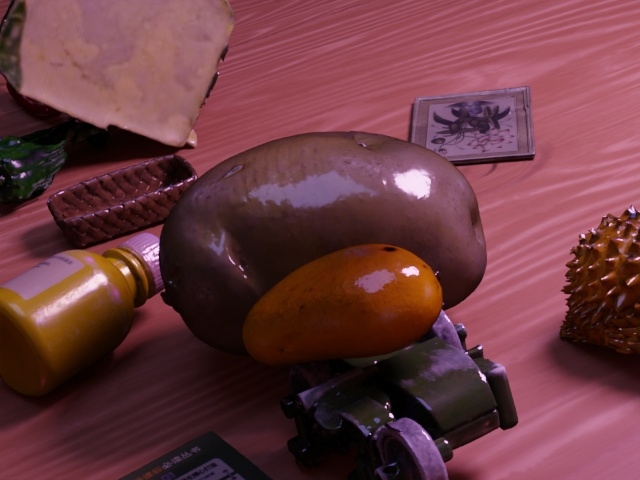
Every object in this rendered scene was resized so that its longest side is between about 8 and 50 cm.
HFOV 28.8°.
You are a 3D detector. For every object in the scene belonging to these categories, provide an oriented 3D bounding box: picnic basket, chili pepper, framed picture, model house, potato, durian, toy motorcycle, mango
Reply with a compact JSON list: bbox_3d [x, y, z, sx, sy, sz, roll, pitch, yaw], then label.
[{"bbox_3d":[-0.254,-0.050,1.623,0.193,0.054,0.110,-18,30,-17],"label":"picnic basket"},{"bbox_3d":[-0.477,-0.241,2.061,0.050,0.059,0.268,-53,39,1],"label":"chili pepper"},{"bbox_3d":[0.210,-0.159,1.726,0.173,0.010,0.231,-5,28,9],"label":"framed picture"},{"bbox_3d":[-0.311,-0.313,1.824,0.321,0.261,0.266,19,11,-25],"label":"model house"},{"bbox_3d":[0.000,0.000,1.256,0.327,0.221,0.243,-9,24,3],"label":"potato"},{"bbox_3d":[0.361,0.032,1.196,0.250,0.137,0.183,-2,6,1],"label":"durian"},{"bbox_3d":[0.079,0.153,1.086,0.205,0.127,0.275,-21,23,-22],"label":"toy motorcycle"},{"bbox_3d":[-0.397,-0.124,1.784,0.099,0.083,0.253,6,27,24],"label":"chili pepper"},{"bbox_3d":[0.020,0.057,1.083,0.178,0.090,0.115,-15,23,26],"label":"mango"}]

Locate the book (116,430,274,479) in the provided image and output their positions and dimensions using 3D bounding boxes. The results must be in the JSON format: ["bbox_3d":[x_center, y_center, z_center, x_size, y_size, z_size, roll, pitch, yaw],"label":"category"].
[{"bbox_3d":[-0.100,0.264,1.024,0.202,0.027,0.264,-27,34,-28],"label":"book"}]

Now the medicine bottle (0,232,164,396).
[{"bbox_3d":[-0.253,0.066,1.337,0.122,0.121,0.212,15,36,38],"label":"medicine bottle"}]

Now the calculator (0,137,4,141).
[{"bbox_3d":[-0.470,-0.133,1.883,0.141,0.019,0.094,12,32,35],"label":"calculator"}]

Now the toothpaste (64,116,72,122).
[{"bbox_3d":[-0.376,-0.193,1.966,0.027,0.019,0.083,-9,19,40],"label":"toothpaste"}]
